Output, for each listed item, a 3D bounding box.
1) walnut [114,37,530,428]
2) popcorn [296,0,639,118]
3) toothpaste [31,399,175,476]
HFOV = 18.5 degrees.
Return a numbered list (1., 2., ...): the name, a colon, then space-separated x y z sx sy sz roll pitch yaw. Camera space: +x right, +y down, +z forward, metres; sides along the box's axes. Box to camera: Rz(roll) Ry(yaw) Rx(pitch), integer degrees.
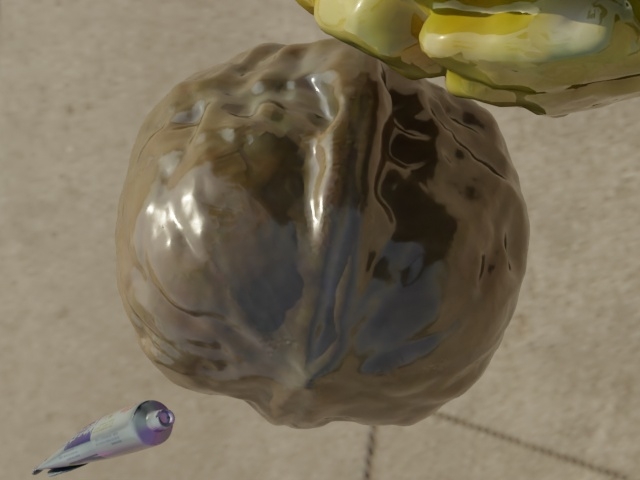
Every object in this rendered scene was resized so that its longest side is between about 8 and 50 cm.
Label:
1. walnut: -0.002 -0.001 1.245 0.227 0.273 0.273 -38 75 35
2. popcorn: 0.151 -0.242 1.048 0.390 0.344 0.354 0 90 35
3. toothpaste: -0.135 0.124 1.240 0.028 0.045 0.170 54 147 -8
